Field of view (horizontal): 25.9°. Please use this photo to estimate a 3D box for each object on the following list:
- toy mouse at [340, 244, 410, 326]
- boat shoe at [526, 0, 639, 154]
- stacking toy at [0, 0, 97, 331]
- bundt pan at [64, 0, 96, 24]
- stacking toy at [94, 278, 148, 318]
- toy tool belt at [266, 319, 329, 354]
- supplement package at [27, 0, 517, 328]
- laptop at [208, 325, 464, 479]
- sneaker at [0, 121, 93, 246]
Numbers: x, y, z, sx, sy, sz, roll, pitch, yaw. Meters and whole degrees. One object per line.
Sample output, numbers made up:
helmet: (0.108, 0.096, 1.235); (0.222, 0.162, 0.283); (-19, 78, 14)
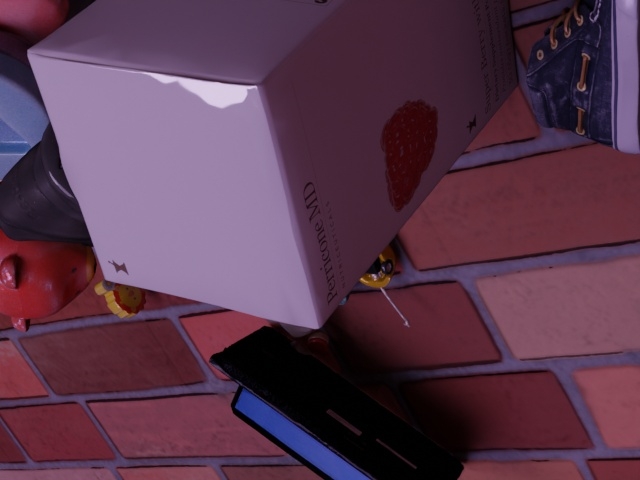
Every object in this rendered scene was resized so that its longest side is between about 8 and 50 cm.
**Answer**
toy mouse: (0.000, 0.000, 1.201); (0.143, 0.031, 0.161); (0, 125, 38)
boat shoe: (0.177, -0.139, 0.908); (0.083, 0.065, 0.183); (15, 134, 26)
stacking toy: (-0.187, -0.060, 1.104); (0.279, 0.130, 0.309); (-6, 143, 7)
bundt pan: (-0.347, -0.222, 1.128); (0.331, 0.124, 0.331); (9, 139, 8)
stacking toy: (-0.206, -0.037, 1.319); (0.221, 0.052, 0.167); (51, 139, -10)
toy tool belt: (-0.018, 0.060, 1.266); (0.052, 0.051, 0.083); (-27, 120, 32)
supplement package: (-0.015, -0.109, 0.911); (0.175, 0.293, 0.177); (11, 132, 31)
laptop: (0.000, 0.201, 1.298); (0.234, 0.264, 0.136); (34, 103, 8)
sneaker: (-0.121, -0.047, 1.052); (0.130, 0.286, 0.109); (-27, 71, 38)
